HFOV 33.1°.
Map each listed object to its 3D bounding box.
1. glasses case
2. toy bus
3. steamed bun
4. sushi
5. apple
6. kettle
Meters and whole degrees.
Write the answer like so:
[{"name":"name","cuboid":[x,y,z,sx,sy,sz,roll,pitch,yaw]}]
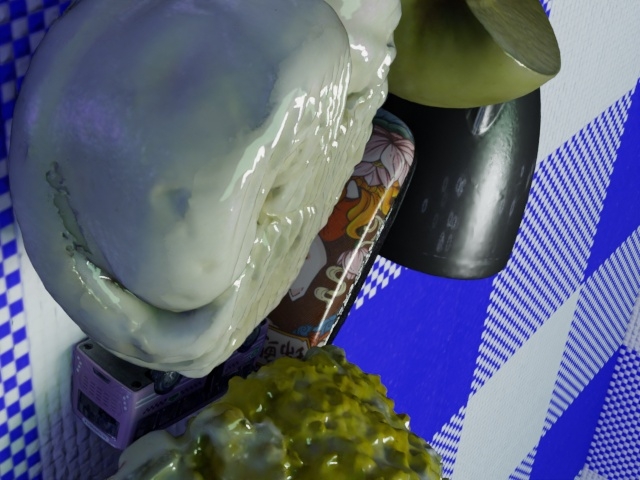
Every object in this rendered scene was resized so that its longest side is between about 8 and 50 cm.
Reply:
[{"name":"glasses case","cuboid":[0.000,0.000,1.191,0.321,0.122,0.082,-64,154,2]},{"name":"toy bus","cuboid":[-0.147,0.123,1.076,0.199,0.096,0.108,-24,138,-48]},{"name":"steamed bun","cuboid":[-0.100,-0.092,0.806,0.352,0.247,0.339,-52,168,-39]},{"name":"sushi","cuboid":[-0.064,0.298,1.085,0.396,0.240,0.351,-42,161,3]},{"name":"apple","cuboid":[0.137,-0.275,1.022,0.254,0.292,0.292,-64,165,-58]},{"name":"kettle","cuboid":[0.159,-0.138,1.293,0.268,0.207,0.290,-93,-165,-66]}]
